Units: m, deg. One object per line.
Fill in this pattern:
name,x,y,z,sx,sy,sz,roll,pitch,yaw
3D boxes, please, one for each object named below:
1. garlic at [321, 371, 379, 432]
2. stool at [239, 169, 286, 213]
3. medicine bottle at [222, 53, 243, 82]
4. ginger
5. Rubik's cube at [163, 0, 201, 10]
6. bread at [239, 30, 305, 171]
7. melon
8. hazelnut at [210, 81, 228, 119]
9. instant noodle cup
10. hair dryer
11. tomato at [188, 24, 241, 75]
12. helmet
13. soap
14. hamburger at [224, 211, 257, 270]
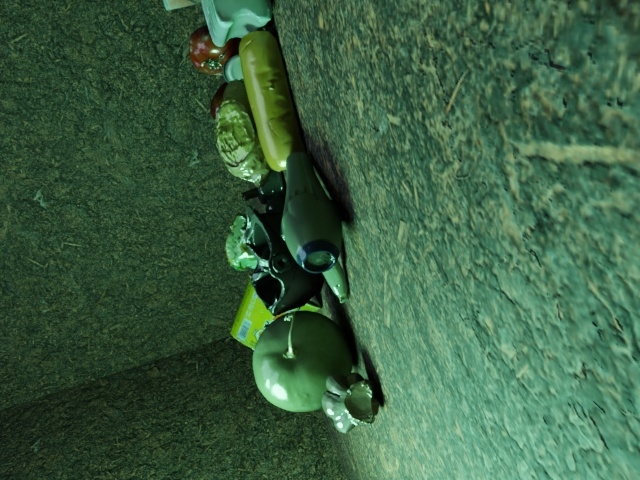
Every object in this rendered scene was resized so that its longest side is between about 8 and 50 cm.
garlic,0.072,0.352,1.144,0.194,0.127,0.131,-12,-99,-80
stool,-0.185,-0.175,1.608,0.153,0.140,0.227,90,162,-53
medicine bottle,-0.239,-0.501,1.487,0.260,0.095,0.095,-126,21,-67
ginger,-0.167,-0.268,1.250,0.221,0.130,0.275,-24,-75,-68
Rubik's cube,-0.365,-0.791,1.362,0.207,0.206,0.204,103,149,-74
bread,-0.108,-0.297,1.105,0.142,0.091,0.304,-124,19,-77
melon,-0.042,0.307,1.282,0.308,0.272,0.271,7,-118,-65
hazelnut,-0.283,-0.445,1.729,0.202,0.160,0.170,35,179,5
instant noodle cup,-0.150,0.246,1.593,0.200,0.265,0.264,-65,8,-4
hair dryer,-0.012,-0.040,1.030,0.298,0.119,0.295,63,-168,-65
tomato,-0.340,-0.630,1.630,0.187,0.187,0.151,122,153,-78
helmet,-0.083,0.040,1.283,0.225,0.177,0.305,-135,39,-58
soap,-0.199,-0.547,1.087,0.347,0.115,0.208,-136,34,-71
hamburger,-0.193,0.023,1.613,0.288,0.168,0.192,53,-122,-75
